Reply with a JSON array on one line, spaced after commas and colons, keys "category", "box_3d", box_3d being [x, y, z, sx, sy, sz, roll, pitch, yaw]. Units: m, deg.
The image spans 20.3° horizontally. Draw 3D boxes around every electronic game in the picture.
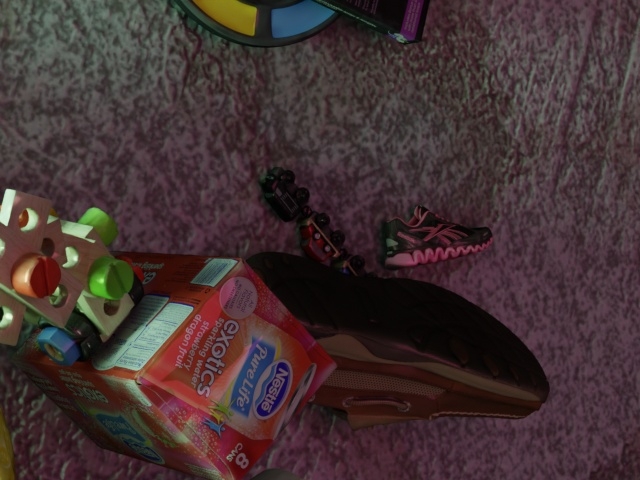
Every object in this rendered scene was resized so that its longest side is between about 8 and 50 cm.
[{"category": "electronic game", "box_3d": [-0.052, -0.284, 1.564, 0.229, 0.048, 0.229, 0, 90, -30]}]

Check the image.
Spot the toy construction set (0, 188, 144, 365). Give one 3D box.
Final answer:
[{"category": "toy construction set", "box_3d": [-0.251, -0.010, 1.311, 0.151, 0.327, 0.215, -41, 128, -18]}]

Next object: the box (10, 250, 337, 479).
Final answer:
[{"category": "box", "box_3d": [-0.121, 0.095, 1.401, 0.128, 0.257, 0.123, -49, 113, -21]}]

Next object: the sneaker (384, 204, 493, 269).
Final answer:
[{"category": "sneaker", "box_3d": [0.109, -0.008, 1.667, 0.119, 0.047, 0.057, -9, 83, -32]}]

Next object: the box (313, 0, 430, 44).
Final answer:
[{"category": "box", "box_3d": [0.036, -0.255, 1.584, 0.162, 0.029, 0.116, 19, 79, -36]}]

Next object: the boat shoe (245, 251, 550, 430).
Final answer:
[{"category": "boat shoe", "box_3d": [0.047, 0.105, 1.593, 0.324, 0.122, 0.120, 18, 121, -25]}]

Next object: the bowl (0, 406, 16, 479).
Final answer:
[{"category": "bowl", "box_3d": [-0.349, 0.138, 1.307, 0.289, 0.289, 0.156, 49, 24, -21]}]

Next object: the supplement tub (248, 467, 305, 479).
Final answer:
[{"category": "supplement tub", "box_3d": [-0.117, 0.353, 1.414, 0.331, 0.241, 0.241, -32, 106, -27]}]

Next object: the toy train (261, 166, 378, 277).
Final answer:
[{"category": "toy train", "box_3d": [0.000, 0.000, 1.607, 0.036, 0.027, 0.158, -47, 112, -20]}]
